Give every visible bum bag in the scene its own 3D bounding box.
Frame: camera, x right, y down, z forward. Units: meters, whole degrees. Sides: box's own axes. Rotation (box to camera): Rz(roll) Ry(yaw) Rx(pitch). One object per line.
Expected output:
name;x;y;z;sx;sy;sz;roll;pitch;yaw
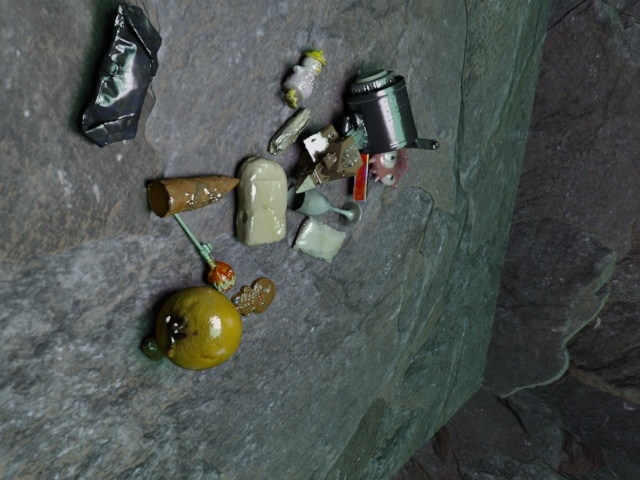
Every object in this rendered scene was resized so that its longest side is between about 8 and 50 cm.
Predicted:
bum bag;-0.427;-0.348;1.043;0.137;0.074;0.310;6;108;-63

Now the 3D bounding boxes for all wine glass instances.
wine glass;0.080;-0.106;1.576;0.309;0.264;0.096;13;86;-50

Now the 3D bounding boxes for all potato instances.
potato;-0.455;0.298;1.309;0.051;0.040;0.083;-27;126;-6

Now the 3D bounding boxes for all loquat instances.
loquat;-0.329;0.236;1.288;0.244;0.244;0.244;-22;122;-42

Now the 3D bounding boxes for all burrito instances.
burrito;-0.092;-0.328;1.458;0.058;0.045;0.188;45;71;-21

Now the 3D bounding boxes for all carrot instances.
carrot;-0.316;-0.133;1.251;0.263;0.102;0.102;-23;122;-45

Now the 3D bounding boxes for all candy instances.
candy;-0.329;0.031;1.337;0.078;0.084;0.288;-49;126;-28

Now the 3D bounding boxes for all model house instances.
model house;-0.015;-0.228;1.463;0.248;0.180;0.176;-49;121;-39

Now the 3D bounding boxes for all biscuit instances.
biscuit;-0.212;0.188;1.554;0.175;0.026;0.124;-20;119;-43

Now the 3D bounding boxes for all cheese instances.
cheese;-0.177;-0.116;1.415;0.159;0.093;0.263;-14;115;-49

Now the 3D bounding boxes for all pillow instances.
pillow;0.000;0.000;1.697;0.229;0.051;0.128;23;95;-49

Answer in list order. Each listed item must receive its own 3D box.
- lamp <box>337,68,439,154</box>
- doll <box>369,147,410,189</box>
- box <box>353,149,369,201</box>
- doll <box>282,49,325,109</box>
lamp;0.212;-0.431;1.607;0.374;0.205;0.272;-11;109;-29
doll;0.262;-0.316;1.826;0.211;0.093;0.262;-22;118;-30
box;0.148;-0.237;1.730;0.112;0.048;0.175;-66;159;-69
doll;-0.047;-0.483;1.416;0.207;0.081;0.129;-61;159;-14
